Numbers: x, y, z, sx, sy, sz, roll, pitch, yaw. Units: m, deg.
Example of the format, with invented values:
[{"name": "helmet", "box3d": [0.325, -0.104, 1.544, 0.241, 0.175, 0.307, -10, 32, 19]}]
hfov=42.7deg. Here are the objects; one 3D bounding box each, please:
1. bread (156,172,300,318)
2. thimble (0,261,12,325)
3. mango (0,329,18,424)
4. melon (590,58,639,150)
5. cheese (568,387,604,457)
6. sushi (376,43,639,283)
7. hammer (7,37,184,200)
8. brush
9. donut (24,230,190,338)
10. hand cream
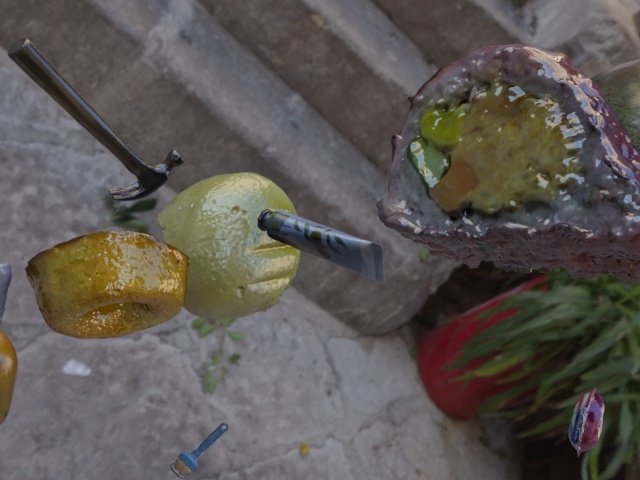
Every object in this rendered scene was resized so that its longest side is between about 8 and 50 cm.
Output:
[{"name": "bread", "box3d": [-0.180, 0.011, 1.702, 0.320, 0.237, 0.320, 30, 53, -49]}, {"name": "thimble", "box3d": [-0.479, 0.073, 1.063, 0.127, 0.117, 0.151, 13, 2, -6]}, {"name": "mango", "box3d": [-0.730, 0.283, 1.726, 0.176, 0.254, 0.139, 31, 32, 17]}, {"name": "melon", "box3d": [0.385, -0.091, 0.950, 0.248, 0.248, 0.329, 43, 11, -15]}, {"name": "cheese", "box3d": [0.346, 0.239, 1.068, 0.145, 0.038, 0.095, 18, 85, -65]}, {"name": "sushi", "box3d": [0.154, -0.059, 0.572, 0.108, 0.241, 0.161, 26, 75, -37]}, {"name": "hammer", "box3d": [-0.449, -0.236, 1.621, 0.044, 0.168, 0.440, 44, -6, 42]}, {"name": "brush", "box3d": [-0.270, 0.471, 1.851, 0.051, 0.164, 0.014, 46, 1, -8]}, {"name": "donut", "box3d": [-0.346, 0.084, 1.373, 0.278, 0.278, 0.108, 8, 59, -47]}, {"name": "hand cream", "box3d": [0.000, 0.000, 1.504, 0.271, 0.091, 0.058, 21, 45, 30]}]
